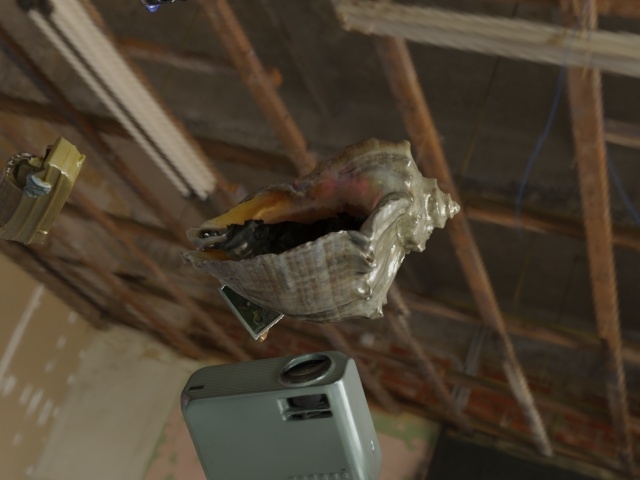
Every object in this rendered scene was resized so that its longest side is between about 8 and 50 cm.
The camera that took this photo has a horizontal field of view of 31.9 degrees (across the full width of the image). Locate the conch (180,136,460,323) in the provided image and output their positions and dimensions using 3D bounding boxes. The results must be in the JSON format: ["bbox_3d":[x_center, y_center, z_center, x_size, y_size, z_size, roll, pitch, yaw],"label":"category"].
[{"bbox_3d":[0.009,0.015,1.434,0.210,0.352,0.297,63,10,-11],"label":"conch"}]

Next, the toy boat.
[{"bbox_3d":[-0.475,-0.080,1.825,0.115,0.089,0.310,27,-30,-14],"label":"toy boat"}]

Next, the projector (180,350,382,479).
[{"bbox_3d":[-0.055,0.273,1.624,0.251,0.108,0.198,-9,-66,18],"label":"projector"}]

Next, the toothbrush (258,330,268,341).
[{"bbox_3d":[-0.088,0.097,2.094,0.031,0.321,0.023,5,-61,2],"label":"toothbrush"}]

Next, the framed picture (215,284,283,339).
[{"bbox_3d":[-0.095,0.084,1.536,0.089,0.066,0.007,54,-35,-4],"label":"framed picture"}]

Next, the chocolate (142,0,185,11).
[{"bbox_3d":[-0.261,-0.451,1.701,0.148,0.126,0.343,14,30,-35],"label":"chocolate"}]
